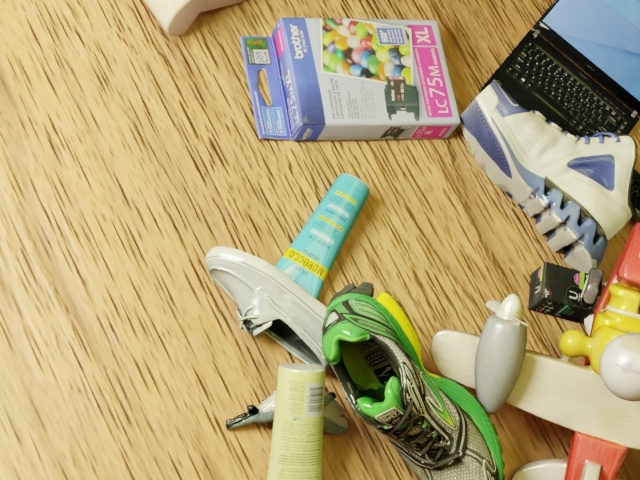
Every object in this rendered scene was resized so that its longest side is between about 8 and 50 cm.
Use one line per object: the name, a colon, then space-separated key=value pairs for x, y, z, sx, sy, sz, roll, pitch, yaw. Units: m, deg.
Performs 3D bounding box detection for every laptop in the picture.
laptop: x=0.430 y=-0.271 z=2.005 sx=0.234 sy=0.136 sz=0.264 roll=40 pitch=61 yaw=2

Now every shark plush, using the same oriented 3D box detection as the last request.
shark plush: x=-0.041 y=0.235 z=1.677 sx=0.161 sy=0.073 sz=0.067 roll=-8 pitch=100 yaw=-26

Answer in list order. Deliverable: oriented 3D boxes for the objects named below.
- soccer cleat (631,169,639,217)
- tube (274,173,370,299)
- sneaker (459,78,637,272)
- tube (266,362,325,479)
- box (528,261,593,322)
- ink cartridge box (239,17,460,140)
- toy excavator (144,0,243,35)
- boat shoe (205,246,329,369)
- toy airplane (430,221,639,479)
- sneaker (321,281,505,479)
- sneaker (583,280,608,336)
soccer cleat: x=0.508 y=-0.060 z=1.967 sx=0.179 sy=0.072 sz=0.060 roll=45 pitch=83 yaw=0
tube: x=0.000 y=0.000 z=1.798 sx=0.080 sy=0.052 sz=0.207 roll=28 pitch=68 yaw=6
sneaker: x=0.365 y=-0.124 z=1.912 sx=0.182 sy=0.127 sz=0.315 roll=-38 pitch=90 yaw=-15
tube: x=-0.033 y=0.280 z=1.629 sx=0.070 sy=0.062 sz=0.240 roll=4 pitch=92 yaw=24
box: x=0.357 y=0.077 z=1.878 sx=0.083 sy=0.052 sz=0.062 roll=16 pitch=63 yaw=-11
ink cartridge box: x=0.045 y=-0.244 z=1.909 sx=0.311 sy=0.065 sz=0.185 roll=-3 pitch=68 yaw=-18
toy excavator: x=-0.009 y=-0.459 z=1.909 sx=0.222 sy=0.445 sz=0.433 roll=54 pitch=21 yaw=10
boat shoe: x=-0.067 y=0.095 z=1.711 sx=0.227 sy=0.079 sz=0.081 roll=35 pitch=57 yaw=-5
toy airplane: x=0.389 y=0.202 z=1.681 sx=0.386 sy=0.272 sz=0.384 roll=-27 pitch=76 yaw=-2
sneaker: x=0.108 y=0.225 z=1.641 sx=0.343 sy=0.134 sz=0.146 roll=50 pitch=25 yaw=-7
sneaker: x=0.480 y=0.068 z=1.887 sx=0.090 sy=0.115 sz=0.232 roll=44 pitch=61 yaw=3
